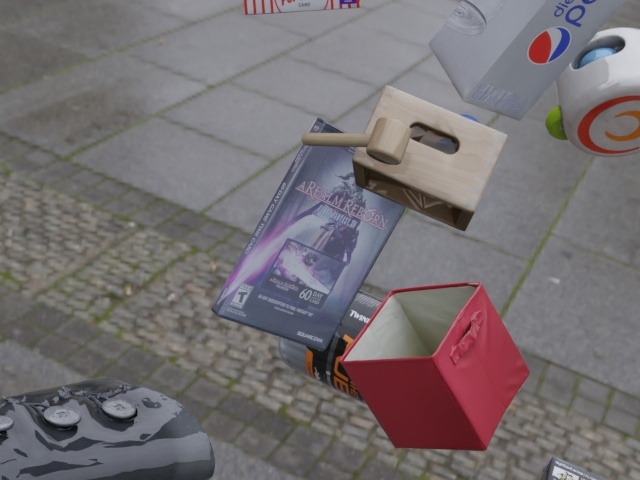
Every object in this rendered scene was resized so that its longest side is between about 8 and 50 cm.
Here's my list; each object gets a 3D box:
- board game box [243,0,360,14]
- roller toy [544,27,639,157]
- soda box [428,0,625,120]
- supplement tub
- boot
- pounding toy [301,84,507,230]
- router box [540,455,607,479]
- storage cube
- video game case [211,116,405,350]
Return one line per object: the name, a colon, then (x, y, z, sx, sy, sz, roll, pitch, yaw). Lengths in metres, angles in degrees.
board game box: (-0.021, -0.340, 1.368, 0.146, 0.045, 0.193, -3, 23, 2)
roller toy: (0.484, -0.243, 1.686, 0.209, 0.191, 0.146, 6, 56, -11)
soda box: (0.237, -0.260, 1.024, 0.091, 0.286, 0.098, 11, 42, -37)
supplement tub: (0.096, 0.205, 1.937, 0.316, 0.194, 0.193, 21, 28, 27)
boot: (-0.274, 0.263, 1.028, 0.367, 0.146, 0.445, 32, 14, 33)
pounding toy: (0.081, -0.100, 0.998, 0.181, 0.094, 0.206, 24, -6, 7)
router box: (0.456, 0.463, 1.760, 0.178, 0.046, 0.133, 25, 47, 5)
storage cube: (0.183, 0.200, 1.642, 0.215, 0.193, 0.184, -10, 30, 44)
video game case: (0.000, 0.000, 1.331, 0.196, 0.274, 0.026, 23, 10, -42)
